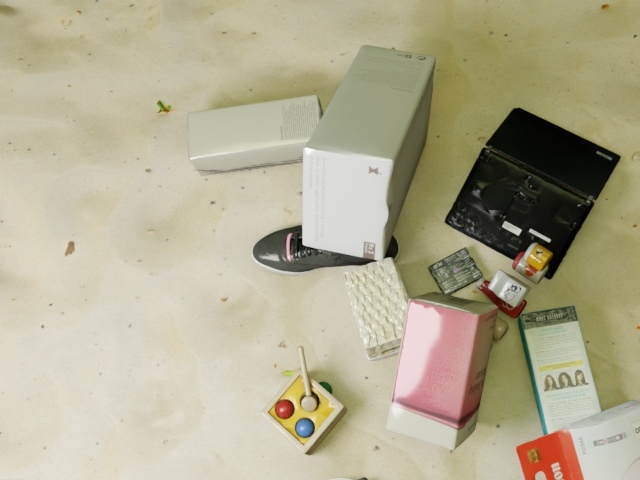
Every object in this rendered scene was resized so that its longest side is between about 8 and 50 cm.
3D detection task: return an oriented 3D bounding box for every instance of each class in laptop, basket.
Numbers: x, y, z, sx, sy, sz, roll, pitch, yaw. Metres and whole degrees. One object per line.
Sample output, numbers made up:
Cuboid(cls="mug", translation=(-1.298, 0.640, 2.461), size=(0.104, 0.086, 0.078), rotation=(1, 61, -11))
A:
Cuboid(cls="laptop", translation=(0.415, -0.099, 1.548), size=(0.234, 0.136, 0.264), rotation=(30, 104, 16))
Cuboid(cls="basket", translation=(0.115, 0.125, 1.469), size=(0.113, 0.103, 0.167), rotation=(-18, 72, 3))

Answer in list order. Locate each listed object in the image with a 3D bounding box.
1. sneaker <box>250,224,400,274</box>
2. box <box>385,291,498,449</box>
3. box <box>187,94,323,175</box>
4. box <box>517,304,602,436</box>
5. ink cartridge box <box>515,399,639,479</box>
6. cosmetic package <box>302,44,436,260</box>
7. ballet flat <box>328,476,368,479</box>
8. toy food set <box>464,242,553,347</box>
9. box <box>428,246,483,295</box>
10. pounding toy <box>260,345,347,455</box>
Cuboid(cls="sneaker", translation=(0.000, 0.000, 1.504), size=(0.295, 0.147, 0.105), rotation=(-2, 74, 9))
Cuboid(cls="box", translation=(0.211, 0.216, 1.354), size=(0.126, 0.148, 0.232), rotation=(12, 97, 24))
Cuboid(cls="box", translation=(-0.128, -0.213, 1.618), size=(0.275, 0.094, 0.113), rotation=(-6, 71, 7))
Cuboid(cls="box", translation=(0.429, 0.245, 1.408), size=(0.100, 0.060, 0.244), rotation=(-10, 71, 4))
Cuboid(cls="ink cartridge box", translation=(0.463, 0.393, 1.307), size=(0.232, 0.066, 0.189), rotation=(-18, 93, -14))
Cuboid(cls="cosmetic package", translation=(0.093, -0.168, 1.423), size=(0.156, 0.217, 0.385), rotation=(13, 39, 13))
Cuboid(cls="ballet flat", translation=(0.005, 0.461, 1.406), size=(0.188, 0.070, 0.070), rotation=(-11, 71, 3))
Cuboid(cls="toy food set", translation=(0.321, 0.091, 1.441), size=(0.104, 0.111, 0.232), rotation=(35, 107, 22))
Cuboid(cls="box", translation=(0.259, 0.061, 1.514), size=(0.083, 0.018, 0.067), rotation=(-29, 71, -2))
Cuboid(cls="pounding toy", translation=(-0.028, 0.292, 1.437), size=(0.130, 0.100, 0.141), rotation=(39, 81, 17))
